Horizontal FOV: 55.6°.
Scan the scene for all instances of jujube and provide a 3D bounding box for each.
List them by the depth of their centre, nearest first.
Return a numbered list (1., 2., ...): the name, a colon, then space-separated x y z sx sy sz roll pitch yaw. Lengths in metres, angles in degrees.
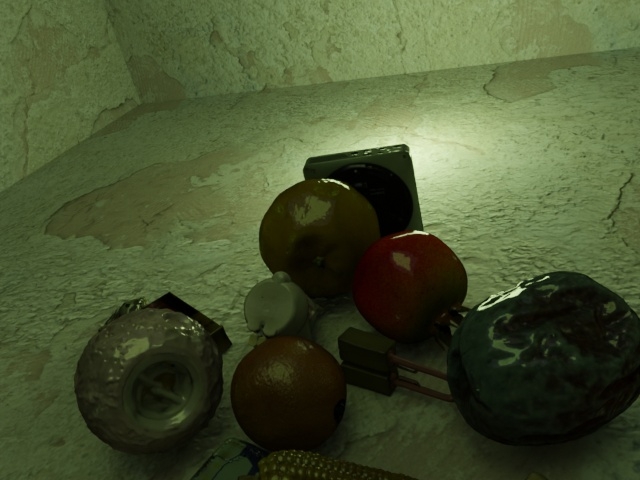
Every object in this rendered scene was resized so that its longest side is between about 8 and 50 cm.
1. jujube: 0.352 0.179 0.934 0.307 0.215 0.247 -11 50 -8

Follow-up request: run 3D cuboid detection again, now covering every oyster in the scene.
1. oyster: -0.466 0.183 1.463 0.108 0.053 0.166 -27 25 40

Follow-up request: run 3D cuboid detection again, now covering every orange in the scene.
1. orange: -0.049 0.254 1.015 0.205 0.206 0.206 -11 29 6
2. orange: 0.000 0.000 1.344 0.278 0.279 0.235 -16 29 -3

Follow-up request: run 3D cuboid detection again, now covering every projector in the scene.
1. projector: 0.107 -0.090 1.469 0.257 0.259 0.079 -7 31 14

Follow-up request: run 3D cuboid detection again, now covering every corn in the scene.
1. corn: 0.043 0.360 0.815 0.321 0.119 0.119 13 33 1

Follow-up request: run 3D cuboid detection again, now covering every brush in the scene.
1. brush: 0.141 0.229 1.067 0.233 0.103 0.047 10 33 35

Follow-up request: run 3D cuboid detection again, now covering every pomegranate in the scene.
1. pomegranate: 0.185 0.101 1.170 0.220 0.221 0.257 -27 58 -22

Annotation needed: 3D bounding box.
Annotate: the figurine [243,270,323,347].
1. figurine: -0.065 0.166 1.236 0.127 0.235 0.155 0 71 18

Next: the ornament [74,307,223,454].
1. ornament: -0.302 0.245 1.085 0.259 0.260 0.225 -29 13 -25

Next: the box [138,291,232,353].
1. box: -0.328 0.210 1.342 0.159 0.071 0.240 -35 36 -28

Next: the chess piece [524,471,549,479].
1. chess piece: 0.173 0.399 0.698 0.300 0.137 0.137 -39 37 -26

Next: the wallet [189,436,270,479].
1. wallet: -0.149 0.434 0.867 0.223 0.077 0.309 14 38 35
